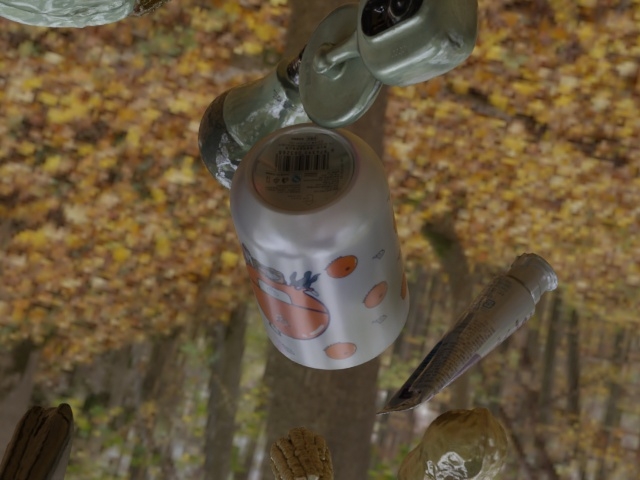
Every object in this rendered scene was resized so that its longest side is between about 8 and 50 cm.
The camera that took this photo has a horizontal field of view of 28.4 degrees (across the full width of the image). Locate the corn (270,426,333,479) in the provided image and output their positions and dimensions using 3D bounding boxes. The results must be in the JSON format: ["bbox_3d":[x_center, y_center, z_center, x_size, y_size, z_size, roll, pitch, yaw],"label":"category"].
[{"bbox_3d":[-0.018,0.305,1.635,0.087,0.087,0.211,16,-174,-10],"label":"corn"}]

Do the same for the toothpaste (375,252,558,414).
[{"bbox_3d":[0.195,0.130,1.660,0.073,0.299,0.114,52,156,-7],"label":"toothpaste"}]

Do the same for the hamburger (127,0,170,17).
[{"bbox_3d":[-0.282,-0.411,1.833,0.215,0.189,0.122,9,-155,-42],"label":"hamburger"}]

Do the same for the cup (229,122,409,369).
[{"bbox_3d":[0.000,0.000,1.676,0.212,0.212,0.317,10,146,17],"label":"cup"}]

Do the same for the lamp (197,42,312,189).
[{"bbox_3d":[-0.063,-0.182,2.001,0.182,0.181,0.314,23,149,-36],"label":"lamp"}]

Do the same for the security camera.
[{"bbox_3d":[0.058,-0.234,1.478,0.080,0.157,0.301,11,159,-39],"label":"security camera"}]

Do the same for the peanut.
[{"bbox_3d":[0.141,0.248,1.384,0.090,0.098,0.214,25,141,2],"label":"peanut"}]

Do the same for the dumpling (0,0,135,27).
[{"bbox_3d":[-0.260,-0.271,1.142,0.153,0.108,0.219,3,149,38],"label":"dumpling"}]

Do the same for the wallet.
[{"bbox_3d":[-0.257,0.255,1.011,0.052,0.168,0.245,16,-153,-3],"label":"wallet"}]
